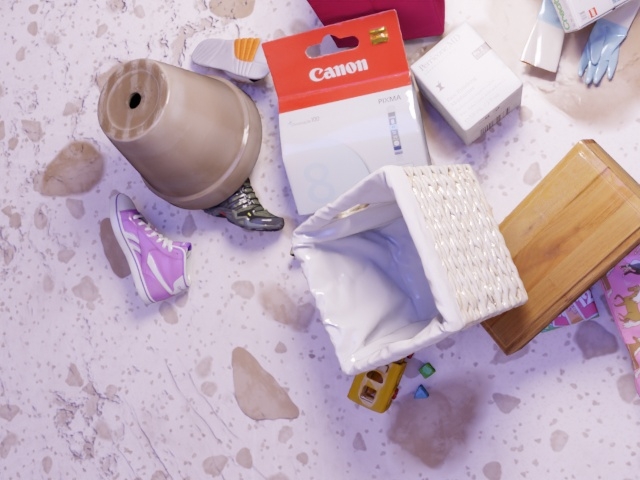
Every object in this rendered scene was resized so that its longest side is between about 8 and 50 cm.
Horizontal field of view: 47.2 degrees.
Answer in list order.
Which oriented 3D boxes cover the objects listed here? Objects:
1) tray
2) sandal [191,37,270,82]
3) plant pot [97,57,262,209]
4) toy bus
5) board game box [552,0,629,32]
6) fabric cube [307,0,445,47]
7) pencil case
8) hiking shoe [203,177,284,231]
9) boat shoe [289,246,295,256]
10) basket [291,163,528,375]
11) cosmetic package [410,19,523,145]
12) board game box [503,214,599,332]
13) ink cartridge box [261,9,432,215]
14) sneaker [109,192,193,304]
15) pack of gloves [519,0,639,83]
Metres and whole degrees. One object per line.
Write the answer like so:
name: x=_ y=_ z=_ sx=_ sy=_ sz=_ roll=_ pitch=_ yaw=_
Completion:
tray: x=0.444 y=0.022 z=1.431 sx=0.203 sy=0.076 sz=0.411 roll=53 pitch=128 yaw=22
sandal: x=-0.195 y=-0.429 z=1.751 sx=0.265 sy=0.076 sz=0.102 roll=21 pitch=79 yaw=37
plant pot: x=-0.336 y=-0.258 z=1.640 sx=0.323 sy=0.280 sz=0.323 roll=-6 pitch=74 yaw=24
toy bus: x=0.135 y=0.274 z=1.599 sx=0.191 sy=0.104 sz=0.202 roll=-26 pitch=81 yaw=14
board game box: x=0.510 y=-0.592 z=1.441 sx=0.193 sy=0.053 sz=0.305 roll=-30 pitch=102 yaw=-12
fabric cube: x=0.118 y=-0.588 z=1.547 sx=0.259 sy=0.258 sz=0.254 roll=-3 pitch=79 yaw=17
pencil case: x=0.646 y=0.132 z=1.424 sx=0.167 sy=0.160 sz=0.386 roll=-30 pitch=77 yaw=53
hiking shoe: x=-0.181 y=-0.093 z=1.719 sx=0.226 sy=0.086 sz=0.114 roll=20 pitch=97 yaw=18
boat shoe: x=0.000 y=-0.001 z=1.679 sx=0.153 sy=0.056 sz=0.048 roll=-18 pitch=73 yaw=14
basket: x=0.170 y=0.050 z=1.455 sx=0.328 sy=0.266 sz=0.331 roll=-34 pitch=73 yaw=46
cosmetic package: x=0.309 y=-0.326 z=1.543 sx=0.151 sy=0.151 sz=0.184 roll=-40 pitch=78 yaw=7
board game box: x=0.482 y=0.053 z=1.541 sx=0.124 sy=0.039 sz=0.259 roll=-19 pitch=80 yaw=15
ink cartridge box: x=0.056 y=-0.262 z=1.572 sx=0.308 sy=0.091 sz=0.385 roll=-9 pitch=114 yaw=17
sneaker: x=-0.397 y=-0.002 z=1.782 sx=0.161 sy=0.102 sz=0.282 roll=-22 pitch=92 yaw=11
pack of gloves: x=0.548 y=-0.451 z=1.544 sx=0.195 sy=0.046 sz=0.232 roll=21 pitch=92 yaw=1
